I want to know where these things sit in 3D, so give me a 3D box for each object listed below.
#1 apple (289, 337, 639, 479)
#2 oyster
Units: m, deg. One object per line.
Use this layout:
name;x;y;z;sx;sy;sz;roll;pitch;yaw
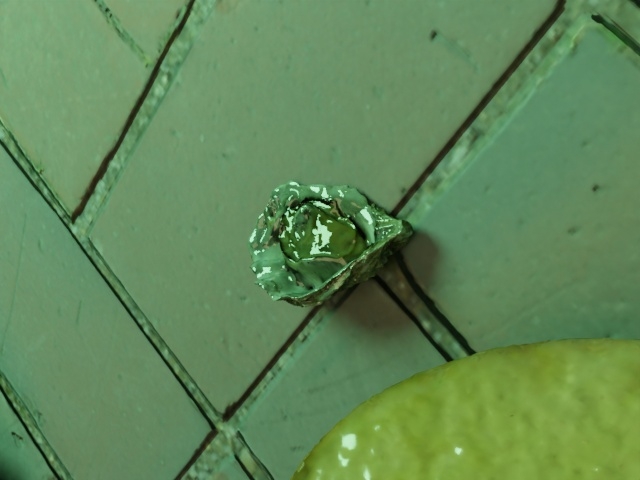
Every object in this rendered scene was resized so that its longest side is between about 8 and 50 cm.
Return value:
apple;0.132;0.201;0.345;0.309;0.252;0.313;26;113;43
oyster;0.000;-0.001;0.540;0.098;0.037;0.100;-49;48;14
